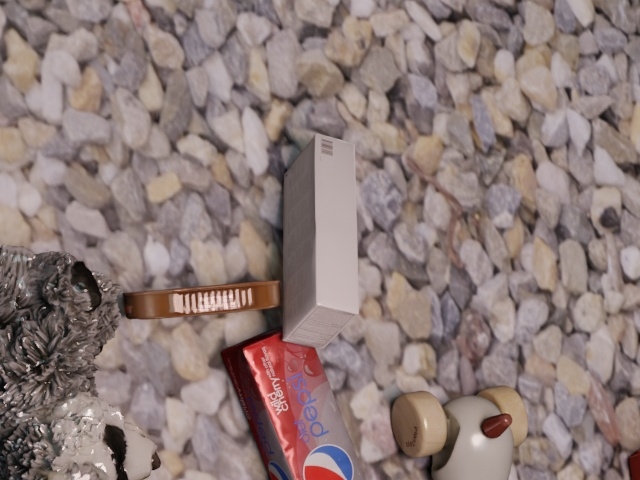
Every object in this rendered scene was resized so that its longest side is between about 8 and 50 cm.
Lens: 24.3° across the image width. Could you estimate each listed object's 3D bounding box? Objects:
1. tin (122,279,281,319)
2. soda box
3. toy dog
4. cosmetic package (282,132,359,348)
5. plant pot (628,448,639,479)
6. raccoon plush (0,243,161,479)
[{"bbox_3d":[-0.138,0.070,1.750,0.190,0.106,0.040,-4,93,-22],"label":"tin"},{"bbox_3d":[-0.024,0.236,1.787,0.092,0.083,0.263,-22,91,-24],"label":"soda box"},{"bbox_3d":[0.210,0.325,1.830,0.220,0.161,0.333,-29,95,-22],"label":"toy dog"},{"bbox_3d":[0.000,0.000,1.771,0.060,0.099,0.239,15,55,-23],"label":"cosmetic package"},{"bbox_3d":[0.563,0.328,1.935,0.267,0.267,0.235,-25,81,-23],"label":"plant pot"},{"bbox_3d":[-0.391,0.181,1.571,0.446,0.216,0.299,2,64,6],"label":"raccoon plush"}]
